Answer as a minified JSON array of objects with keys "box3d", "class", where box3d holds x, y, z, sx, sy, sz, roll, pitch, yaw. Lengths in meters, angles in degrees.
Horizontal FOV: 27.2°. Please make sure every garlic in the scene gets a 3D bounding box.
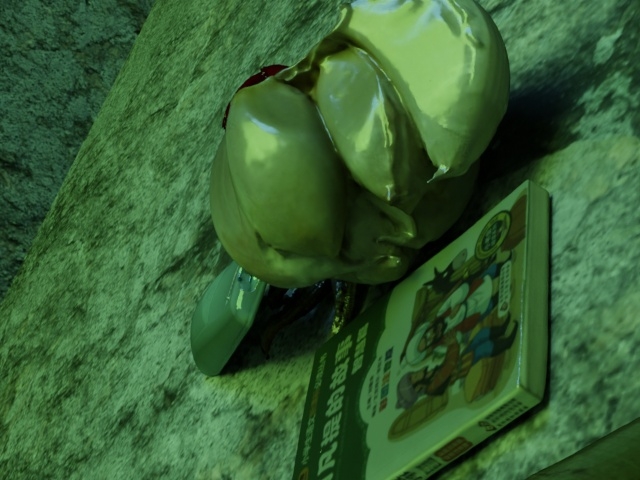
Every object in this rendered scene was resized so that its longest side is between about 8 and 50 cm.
[{"box3d":[0.041,-0.061,1.067,0.281,0.185,0.203,-31,58,9],"class":"garlic"}]

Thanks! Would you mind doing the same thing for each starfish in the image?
[{"box3d":[0.007,0.003,1.218,0.238,0.057,0.213,-61,29,12],"class":"starfish"}]

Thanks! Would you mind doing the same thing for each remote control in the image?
[{"box3d":[-0.085,0.059,1.271,0.293,0.051,0.103,133,157,-70],"class":"remote control"}]

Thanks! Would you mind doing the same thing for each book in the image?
[{"box3d":[0.068,0.097,0.964,0.264,0.027,0.202,-42,25,38],"class":"book"}]

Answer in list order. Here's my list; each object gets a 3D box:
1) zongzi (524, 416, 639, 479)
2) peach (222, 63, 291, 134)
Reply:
[{"box3d":[0.140,0.210,0.516,0.360,0.160,0.323,-32,38,-1],"class":"zongzi"},{"box3d":[-0.056,-0.142,1.529,0.127,0.092,0.172,-51,18,12],"class":"peach"}]
